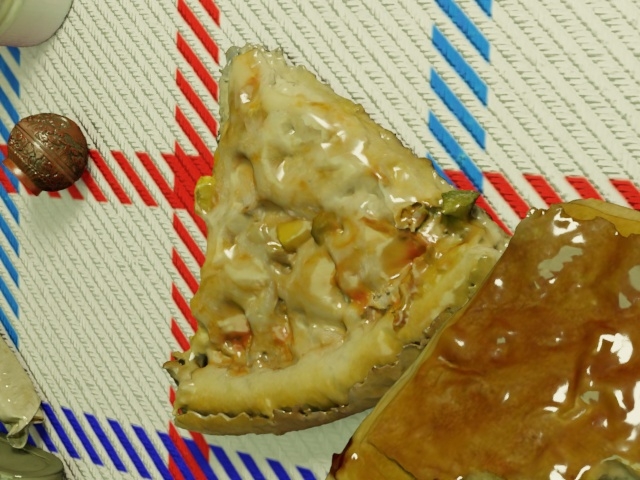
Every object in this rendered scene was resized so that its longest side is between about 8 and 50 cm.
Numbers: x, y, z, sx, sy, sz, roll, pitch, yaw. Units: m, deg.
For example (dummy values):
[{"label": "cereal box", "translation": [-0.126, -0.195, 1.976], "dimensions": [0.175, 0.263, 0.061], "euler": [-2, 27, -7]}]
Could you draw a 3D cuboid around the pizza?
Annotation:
[{"label": "pizza", "translation": [0.011, 0.030, 1.106], "dimensions": [0.392, 0.080, 0.434], "euler": [13, 103, 33]}]

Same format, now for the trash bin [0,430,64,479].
[{"label": "trash bin", "translation": [-0.443, 0.386, 1.426], "dimensions": [0.243, 0.121, 0.247], "euler": [15, 100, 33]}]

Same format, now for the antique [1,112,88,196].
[{"label": "antique", "translation": [-0.330, -0.108, 1.319], "dimensions": [0.104, 0.104, 0.104], "euler": [3, 96, 34]}]

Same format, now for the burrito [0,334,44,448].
[{"label": "burrito", "translation": [-0.433, 0.173, 1.435], "dimensions": [0.226, 0.060, 0.087], "euler": [50, 119, 22]}]

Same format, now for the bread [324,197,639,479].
[{"label": "bread", "translation": [0.210, 0.168, 0.854], "dimensions": [0.314, 0.191, 0.370], "euler": [29, 80, 44]}]

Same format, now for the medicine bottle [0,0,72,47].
[{"label": "medicine bottle", "translation": [-0.483, -0.330, 1.230], "dimensions": [0.219, 0.388, 0.219], "euler": [5, 98, 35]}]
